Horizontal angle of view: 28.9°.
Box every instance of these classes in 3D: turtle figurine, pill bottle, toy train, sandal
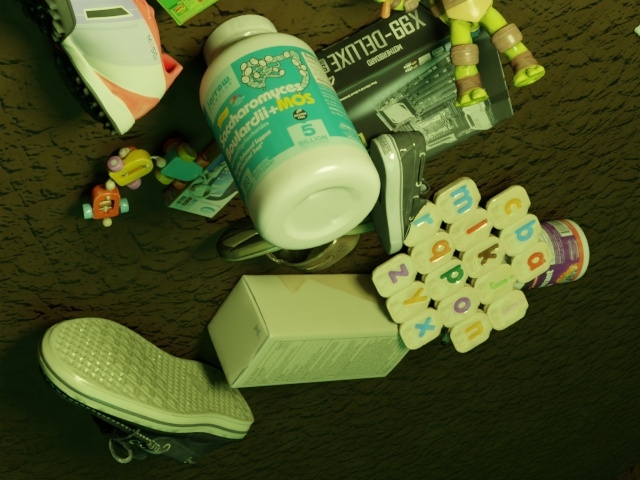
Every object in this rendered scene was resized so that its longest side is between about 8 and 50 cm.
[{"bbox_3d":[0.156,-0.266,1.425,0.269,0.217,0.087,-20,177,-9],"label":"turtle figurine"},{"bbox_3d":[0.339,0.028,2.062,0.193,0.108,0.108,-9,145,-26],"label":"pill bottle"},{"bbox_3d":[-0.221,-0.080,1.557,0.166,0.046,0.125,-13,148,-15],"label":"toy train"},{"bbox_3d":[0.002,0.000,1.747,0.302,0.120,0.086,-9,105,-27],"label":"sandal"},{"bbox_3d":[-0.046,-0.130,1.389,0.146,0.264,0.146,-19,148,-12],"label":"pill bottle"}]

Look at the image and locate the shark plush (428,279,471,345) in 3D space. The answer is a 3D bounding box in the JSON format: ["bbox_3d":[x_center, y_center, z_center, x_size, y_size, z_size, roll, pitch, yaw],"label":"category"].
[{"bbox_3d":[0.234,0.109,2.194,0.067,0.073,0.161,-8,129,-62],"label":"shark plush"}]

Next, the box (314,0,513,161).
[{"bbox_3d":[0.083,-0.176,1.595,0.307,0.077,0.242,-27,150,2],"label":"box"}]

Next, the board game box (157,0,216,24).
[{"bbox_3d":[-0.100,-0.310,1.292,0.181,0.043,0.092,-31,148,9],"label":"board game box"}]

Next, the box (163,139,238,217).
[{"bbox_3d":[-0.143,-0.077,1.632,0.081,0.028,0.136,14,130,-48],"label":"box"}]

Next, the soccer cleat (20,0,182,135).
[{"bbox_3d":[-0.233,-0.237,1.271,0.116,0.108,0.318,-42,150,-13],"label":"soccer cleat"}]

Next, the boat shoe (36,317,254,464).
[{"bbox_3d":[-0.277,0.248,1.884,0.156,0.187,0.500,-38,153,9],"label":"boat shoe"}]

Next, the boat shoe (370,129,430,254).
[{"bbox_3d":[0.109,-0.066,1.643,0.076,0.080,0.229,-19,142,-10],"label":"boat shoe"}]

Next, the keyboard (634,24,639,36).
[{"bbox_3d":[0.538,-0.283,1.831,0.072,0.014,0.256,-42,146,17],"label":"keyboard"}]

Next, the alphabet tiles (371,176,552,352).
[{"bbox_3d":[0.223,0.041,1.945,0.278,0.021,0.284,-31,120,-5],"label":"alphabet tiles"}]

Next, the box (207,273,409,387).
[{"bbox_3d":[-0.005,0.140,1.969,0.311,0.121,0.148,2,140,-38],"label":"box"}]
